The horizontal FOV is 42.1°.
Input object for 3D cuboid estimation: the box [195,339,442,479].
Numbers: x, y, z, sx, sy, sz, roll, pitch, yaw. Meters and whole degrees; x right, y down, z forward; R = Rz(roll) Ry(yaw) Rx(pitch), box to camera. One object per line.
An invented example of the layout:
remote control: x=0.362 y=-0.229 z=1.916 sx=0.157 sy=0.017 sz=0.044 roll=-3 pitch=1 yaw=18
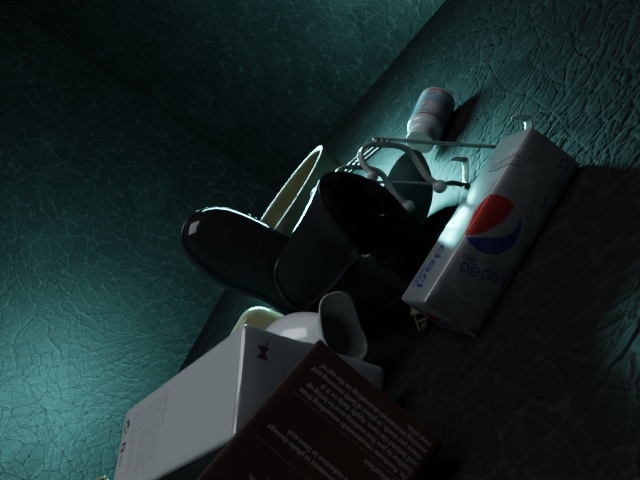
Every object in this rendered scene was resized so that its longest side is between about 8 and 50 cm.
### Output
box: x=-0.056 y=0.317 z=0.902 sx=0.381 sy=0.191 sz=0.143 roll=-46 pitch=-9 yaw=-31

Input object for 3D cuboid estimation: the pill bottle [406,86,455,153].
pill bottle: x=0.253 y=-0.278 z=1.936 sx=0.087 sy=0.087 sz=0.160 roll=-43 pitch=16 yaw=50

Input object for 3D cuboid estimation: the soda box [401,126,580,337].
soda box: x=0.233 y=-0.012 z=1.147 sx=0.286 sy=0.091 sz=0.098 roll=-57 pitch=10 yaw=-8

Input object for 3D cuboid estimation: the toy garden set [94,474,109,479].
toy garden set: x=-0.444 y=0.444 z=1.407 sx=0.244 sy=0.049 sz=0.204 roll=-25 pitch=-4 yaw=22

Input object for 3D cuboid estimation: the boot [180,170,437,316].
boot: x=-0.042 y=0.003 z=1.375 sx=0.146 sy=0.367 sz=0.445 roll=-62 pitch=6 yaw=-20

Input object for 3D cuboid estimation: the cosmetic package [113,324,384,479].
cosmetic package: x=-0.126 y=0.301 z=1.257 sx=0.453 sy=0.230 sz=0.161 roll=-39 pitch=38 yaw=48

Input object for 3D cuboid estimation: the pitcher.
pitcher: x=-0.004 y=0.193 z=1.340 sx=0.125 sy=0.178 sz=0.207 roll=-23 pitch=-5 yaw=-42

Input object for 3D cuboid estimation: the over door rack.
over door rack: x=0.173 y=-0.105 z=1.386 sx=0.324 sy=0.108 sz=0.239 roll=-12 pitch=-8 yaw=-23

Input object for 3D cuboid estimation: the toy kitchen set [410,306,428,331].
toy kitchen set: x=0.175 y=0.095 z=1.255 sx=0.075 sy=0.068 sz=0.083 roll=-16 pitch=8 yaw=15

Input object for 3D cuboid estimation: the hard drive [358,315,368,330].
hard drive: x=0.036 y=0.206 z=1.567 sx=0.135 sy=0.022 sz=0.094 roll=-59 pitch=10 yaw=-21

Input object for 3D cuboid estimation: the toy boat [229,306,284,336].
toy boat: x=-0.149 y=0.281 z=1.959 sx=0.231 sy=0.151 sz=0.151 roll=-59 pitch=-20 yaw=-25

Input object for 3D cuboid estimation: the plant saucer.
plant saucer: x=0.172 y=-0.074 z=1.575 sx=0.195 sy=0.037 sz=0.195 roll=-35 pitch=-46 yaw=-47

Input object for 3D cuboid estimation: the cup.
cup: x=0.000 y=0.000 z=1.791 sx=0.331 sy=0.237 sz=0.331 roll=-52 pitch=10 yaw=13
